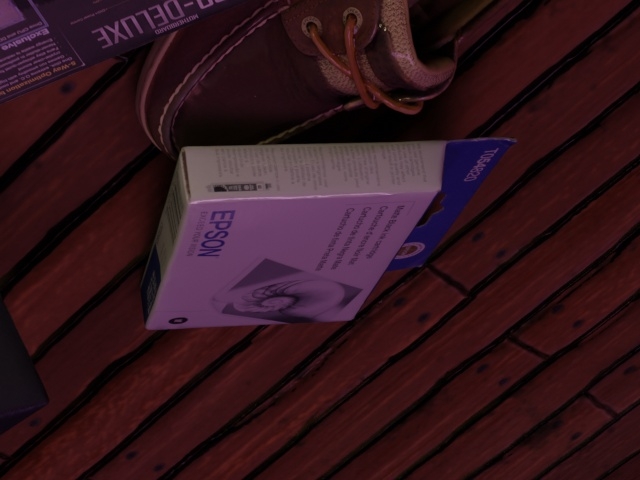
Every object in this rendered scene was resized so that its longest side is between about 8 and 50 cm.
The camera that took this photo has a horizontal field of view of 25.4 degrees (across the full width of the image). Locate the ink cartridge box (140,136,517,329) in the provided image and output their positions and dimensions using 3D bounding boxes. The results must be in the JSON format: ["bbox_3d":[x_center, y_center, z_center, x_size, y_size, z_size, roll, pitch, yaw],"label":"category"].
[{"bbox_3d":[0.000,0.000,0.973,0.224,0.045,0.223,-4,157,-15],"label":"ink cartridge box"}]

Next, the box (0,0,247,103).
[{"bbox_3d":[-0.199,-0.168,0.744,0.307,0.076,0.242,-23,152,3],"label":"box"}]

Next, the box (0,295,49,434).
[{"bbox_3d":[-0.389,0.107,0.764,0.312,0.179,0.343,-34,168,27],"label":"box"}]

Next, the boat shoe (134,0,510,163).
[{"bbox_3d":[0.033,-0.140,0.858,0.342,0.123,0.123,-33,133,12],"label":"boat shoe"}]
